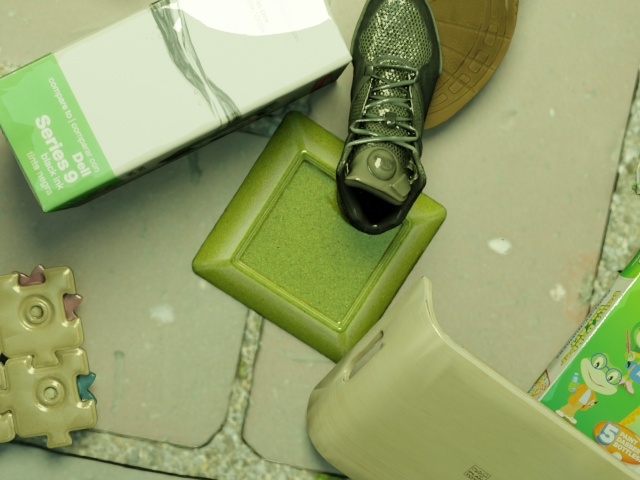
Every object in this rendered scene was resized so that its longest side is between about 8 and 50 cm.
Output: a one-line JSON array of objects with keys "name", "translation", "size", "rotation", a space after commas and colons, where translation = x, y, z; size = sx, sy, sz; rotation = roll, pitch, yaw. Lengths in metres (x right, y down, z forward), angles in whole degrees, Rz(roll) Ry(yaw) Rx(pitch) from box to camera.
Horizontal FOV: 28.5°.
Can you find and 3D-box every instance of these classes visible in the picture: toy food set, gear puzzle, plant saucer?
[{"name": "toy food set", "translation": [0.159, 0.187, 1.184], "size": [0.306, 0.092, 0.220], "rotation": [35, 132, -6]}, {"name": "gear puzzle", "translation": [-0.385, 0.129, 1.210], "size": [0.338, 0.044, 0.176], "rotation": [-9, 96, 0]}, {"name": "plant saucer", "translation": [0.000, 0.000, 1.219], "size": [0.188, 0.045, 0.188], "rotation": [33, 91, -4]}]

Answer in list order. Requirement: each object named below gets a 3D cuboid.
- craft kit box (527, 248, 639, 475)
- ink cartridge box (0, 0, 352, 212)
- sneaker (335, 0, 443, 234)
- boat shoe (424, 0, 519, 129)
[{"name": "craft kit box", "translation": [0.354, 0.164, 1.247], "size": [0.250, 0.061, 0.247], "rotation": [37, 88, -5]}, {"name": "ink cartridge box", "translation": [-0.127, -0.141, 1.119], "size": [0.289, 0.211, 0.122], "rotation": [-26, 94, -1]}, {"name": "sneaker", "translation": [0.062, -0.111, 1.111], "size": [0.087, 0.130, 0.228], "rotation": [10, 103, -5]}, {"name": "boat shoe", "translation": [0.137, -0.239, 1.200], "size": [0.104, 0.089, 0.285], "rotation": [27, 95, -20]}]
